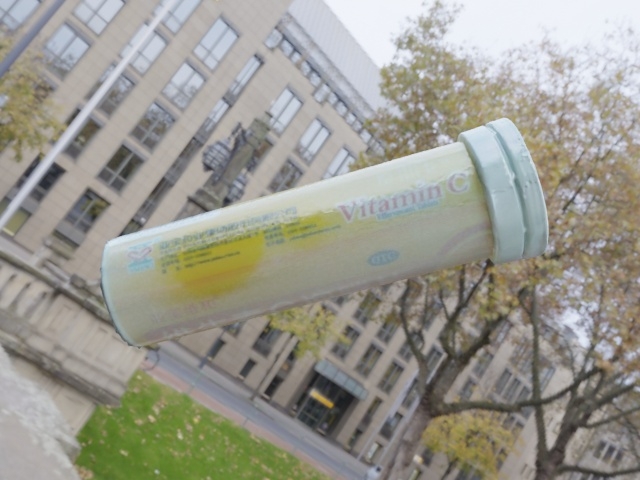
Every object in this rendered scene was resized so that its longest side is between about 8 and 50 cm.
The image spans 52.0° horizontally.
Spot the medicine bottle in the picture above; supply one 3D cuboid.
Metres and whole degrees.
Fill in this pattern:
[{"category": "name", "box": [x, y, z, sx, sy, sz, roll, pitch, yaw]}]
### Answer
[{"category": "medicine bottle", "box": [0.000, 0.000, 0.346, 0.074, 0.218, 0.073, -15, 90, -85]}]
